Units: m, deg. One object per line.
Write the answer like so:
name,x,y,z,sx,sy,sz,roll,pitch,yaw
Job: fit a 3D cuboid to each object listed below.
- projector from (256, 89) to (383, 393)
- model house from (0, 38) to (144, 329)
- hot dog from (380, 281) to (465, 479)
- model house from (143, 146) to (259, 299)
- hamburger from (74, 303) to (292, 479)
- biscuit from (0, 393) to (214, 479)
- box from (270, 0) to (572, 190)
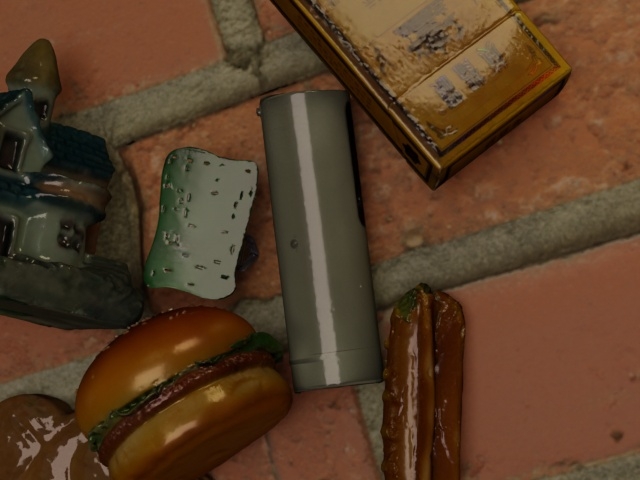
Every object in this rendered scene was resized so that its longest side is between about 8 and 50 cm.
projector,0.000,0.000,1.824,0.108,0.108,0.337,-8,87,13
model house,-0.324,-0.081,1.817,0.194,0.267,0.325,-7,70,52
hot dog,0.115,0.180,1.791,0.072,0.115,0.269,-6,76,46
model house,-0.125,-0.018,1.863,0.117,0.088,0.167,9,89,13
hamburger,-0.158,0.167,1.789,0.246,0.246,0.170,-35,78,10
biscuit,-0.269,0.336,1.907,0.376,0.051,0.269,36,98,11
box,0.105,-0.231,1.791,0.193,0.084,0.301,-37,80,-11
